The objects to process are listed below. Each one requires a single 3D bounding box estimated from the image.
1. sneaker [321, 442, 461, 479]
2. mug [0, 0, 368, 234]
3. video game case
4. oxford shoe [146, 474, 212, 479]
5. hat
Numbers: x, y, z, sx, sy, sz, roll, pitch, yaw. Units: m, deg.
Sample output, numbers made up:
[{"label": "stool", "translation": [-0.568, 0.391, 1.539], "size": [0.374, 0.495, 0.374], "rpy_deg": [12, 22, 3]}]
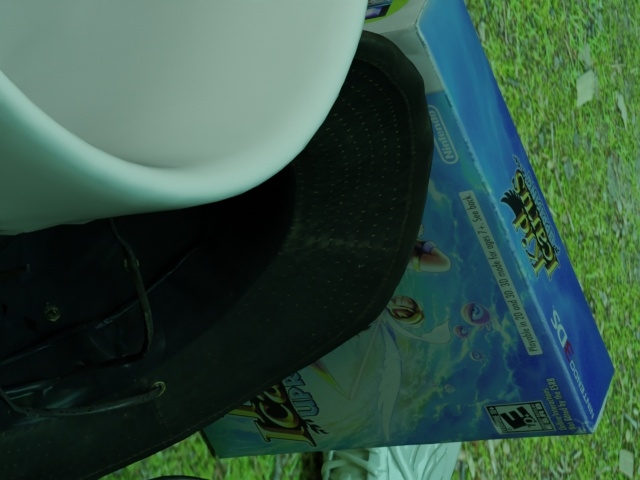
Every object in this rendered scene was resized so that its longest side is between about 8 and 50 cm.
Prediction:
[{"label": "sneaker", "translation": [0.034, 0.161, 1.142], "size": [0.115, 0.090, 0.232], "rpy_deg": [-19, 100, -55]}, {"label": "mug", "translation": [-0.183, -0.173, 0.603], "size": [0.276, 0.328, 0.374], "rpy_deg": [39, 52, -50]}, {"label": "video game case", "translation": [0.000, 0.000, 0.958], "size": [0.269, 0.244, 0.061], "rpy_deg": [64, 36, -29]}, {"label": "oxford shoe", "translation": [-0.087, 0.180, 0.911], "size": [0.227, 0.096, 0.083], "rpy_deg": [-10, 113, -60]}, {"label": "hat", "translation": [-0.113, -0.011, 0.825], "size": [0.331, 0.331, 0.134], "rpy_deg": [27, 23, -55]}]
